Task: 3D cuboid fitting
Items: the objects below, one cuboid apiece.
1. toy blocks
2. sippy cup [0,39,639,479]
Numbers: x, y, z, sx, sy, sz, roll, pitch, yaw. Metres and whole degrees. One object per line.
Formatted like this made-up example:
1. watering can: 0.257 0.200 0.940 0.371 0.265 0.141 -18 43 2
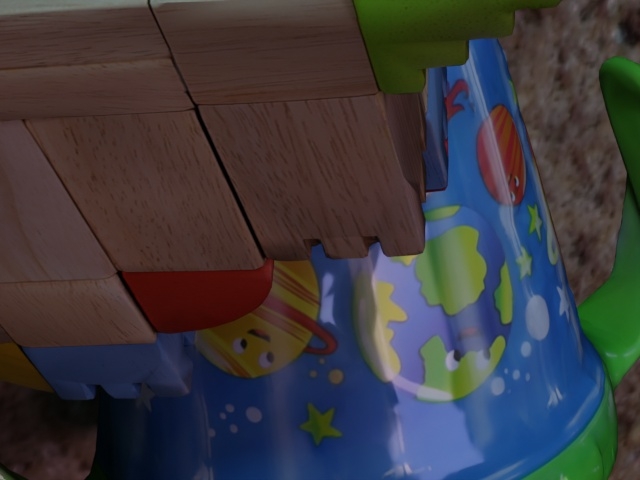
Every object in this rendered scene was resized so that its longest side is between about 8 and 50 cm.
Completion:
1. toy blocks: -0.109 -0.037 0.592 0.261 0.381 0.191 67 22 -62
2. sippy cup: 0.000 0.000 0.812 0.305 0.240 0.224 -39 125 -50
